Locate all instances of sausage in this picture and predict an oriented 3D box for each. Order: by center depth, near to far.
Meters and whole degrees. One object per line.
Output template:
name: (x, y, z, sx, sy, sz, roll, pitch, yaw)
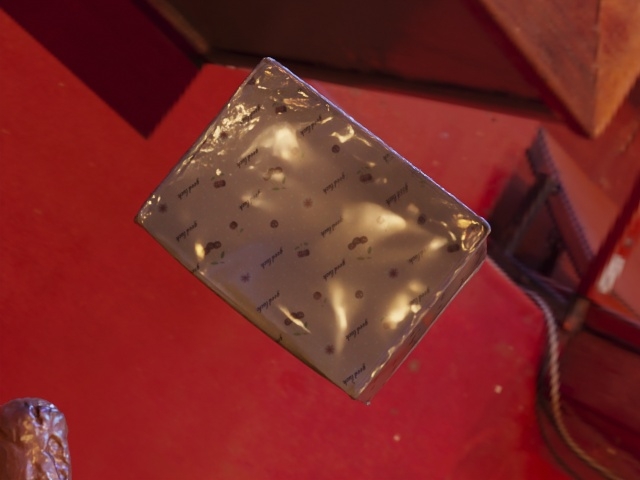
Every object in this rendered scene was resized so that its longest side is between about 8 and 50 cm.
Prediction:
sausage: (-0.138, 0.151, 0.579, 0.036, 0.042, 0.158, 49, 40, -64)

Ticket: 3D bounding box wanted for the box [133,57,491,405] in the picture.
box: (0.000, 0.000, 1.332, 0.225, 0.297, 0.190, -51, 167, -2)
